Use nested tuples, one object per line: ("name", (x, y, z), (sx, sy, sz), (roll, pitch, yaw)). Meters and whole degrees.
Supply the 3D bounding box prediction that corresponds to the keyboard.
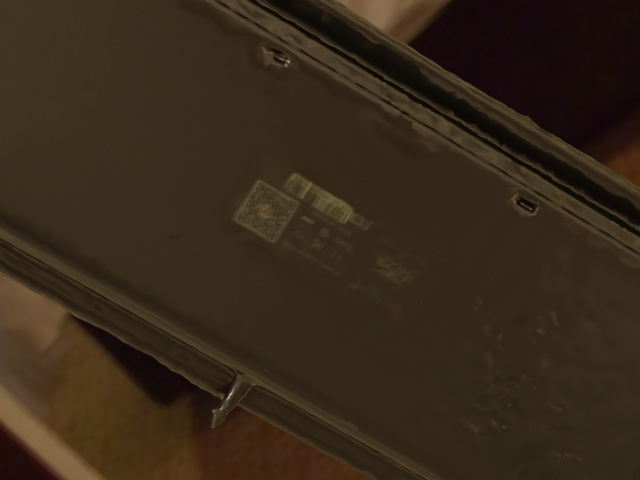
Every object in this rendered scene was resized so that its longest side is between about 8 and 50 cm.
("keyboard", (0.000, 0.000, 0.376), (0.094, 0.230, 0.025), (-57, 10, 11))
